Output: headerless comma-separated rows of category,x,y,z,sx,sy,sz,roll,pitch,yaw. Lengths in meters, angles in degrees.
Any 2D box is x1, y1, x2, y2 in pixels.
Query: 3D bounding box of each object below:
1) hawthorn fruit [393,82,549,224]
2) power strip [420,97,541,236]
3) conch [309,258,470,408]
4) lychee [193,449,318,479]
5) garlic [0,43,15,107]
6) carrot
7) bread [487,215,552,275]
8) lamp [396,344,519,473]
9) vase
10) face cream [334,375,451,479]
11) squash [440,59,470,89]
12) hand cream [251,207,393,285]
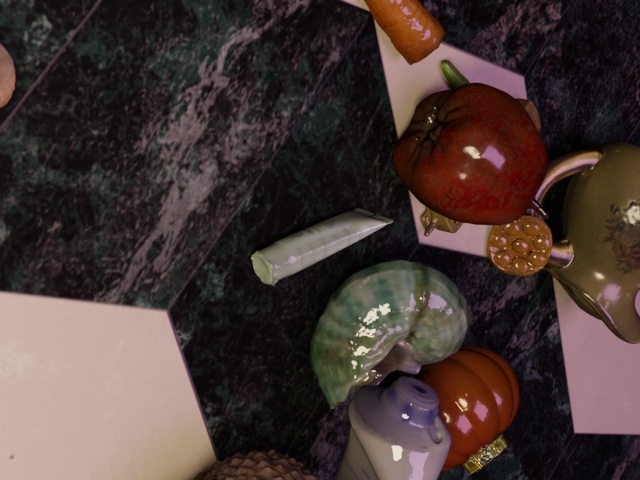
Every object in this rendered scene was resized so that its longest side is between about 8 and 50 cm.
hawthorn fruit,0.235,-0.103,1.640,0.248,0.208,0.208,37,76,-26
power strip,0.256,-0.114,1.786,0.305,0.044,0.064,-48,131,-22
conch,0.108,0.120,1.637,0.277,0.195,0.220,-50,161,-52
lychee,-0.086,0.412,1.432,0.300,0.300,0.300,-15,113,-40
garlic,-0.387,-0.157,1.116,0.174,0.099,0.124,0,88,-44
carrot,0.090,-0.324,1.547,0.205,0.072,0.072,40,74,-38
bread,0.326,0.008,1.864,0.110,0.024,0.110,0,108,0
lamp,0.198,0.255,1.734,0.223,0.223,0.196,-29,78,-35
vase,0.472,-0.022,1.930,0.329,0.241,0.302,24,100,-18
face cream,0.061,0.375,1.560,0.137,0.235,0.420,10,113,-23
squash,0.206,-0.240,1.713,0.089,0.027,0.027,37,76,-42
hand cream,0.000,0.000,1.560,0.205,0.078,0.050,-25,117,-31
